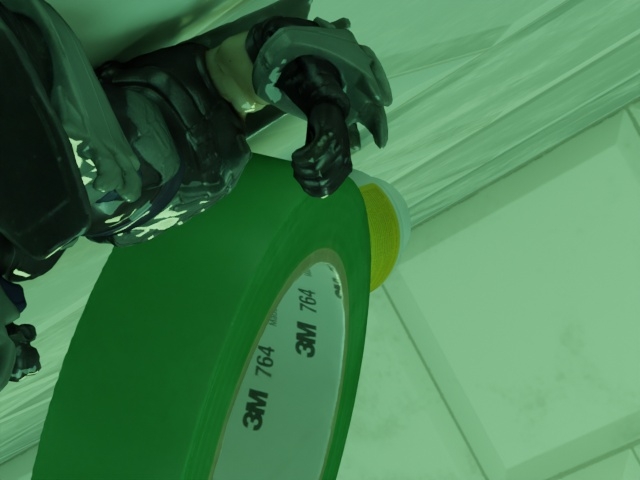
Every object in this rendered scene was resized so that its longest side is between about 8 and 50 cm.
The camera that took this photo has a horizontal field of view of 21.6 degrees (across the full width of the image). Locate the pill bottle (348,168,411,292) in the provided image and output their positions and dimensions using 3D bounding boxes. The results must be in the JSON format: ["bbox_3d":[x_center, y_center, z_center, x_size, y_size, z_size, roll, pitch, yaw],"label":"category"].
[{"bbox_3d":[0.000,0.000,1.246,0.103,0.103,0.184,-30,175,26],"label":"pill bottle"}]

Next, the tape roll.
[{"bbox_3d":[-0.057,0.111,0.922,0.077,0.321,0.321,13,-172,15],"label":"tape roll"}]

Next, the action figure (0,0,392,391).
[{"bbox_3d":[-0.075,-0.017,0.544,0.185,0.099,0.285,-38,178,14],"label":"action figure"}]
